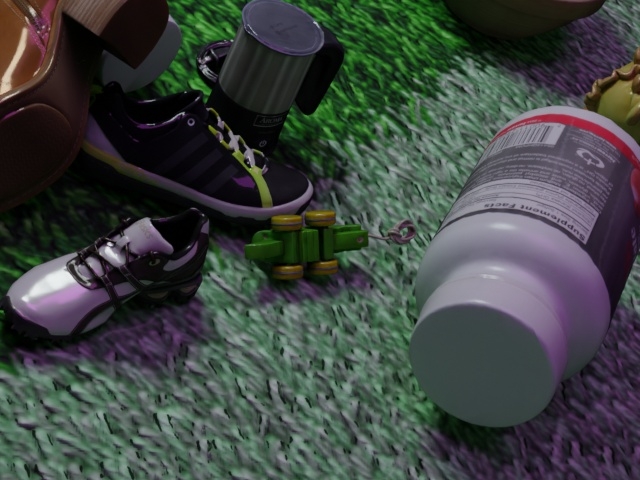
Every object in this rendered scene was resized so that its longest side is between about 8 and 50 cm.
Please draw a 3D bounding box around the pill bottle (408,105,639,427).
[{"bbox_3d":[0.189,0.023,1.503,0.176,0.176,0.318,30,39,3],"label":"pill bottle"}]

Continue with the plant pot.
[{"bbox_3d":[0.218,-0.315,1.949,0.237,0.110,0.237,17,40,-15],"label":"plant pot"}]

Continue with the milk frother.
[{"bbox_3d":[-0.066,-0.181,1.615,0.143,0.135,0.129,42,40,18],"label":"milk frother"}]

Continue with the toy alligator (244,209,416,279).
[{"bbox_3d":[0.000,0.000,1.524,0.189,0.056,0.051,-8,10,-36],"label":"toy alligator"}]

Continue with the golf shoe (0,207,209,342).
[{"bbox_3d":[-0.175,0.019,1.365,0.198,0.094,0.077,-22,60,-42],"label":"golf shoe"}]

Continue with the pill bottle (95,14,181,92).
[{"bbox_3d":[-0.231,-0.247,1.604,0.121,0.121,0.216,-15,55,-40],"label":"pill bottle"}]

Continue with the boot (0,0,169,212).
[{"bbox_3d":[-0.289,-0.160,1.458,0.220,0.283,0.109,33,-8,40],"label":"boot"}]

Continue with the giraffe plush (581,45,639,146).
[{"bbox_3d":[0.329,-0.117,1.744,0.210,0.170,0.181,4,45,-27],"label":"giraffe plush"}]

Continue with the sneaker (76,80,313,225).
[{"bbox_3d":[-0.109,-0.084,1.500,0.234,0.097,0.084,13,26,-17],"label":"sneaker"}]
